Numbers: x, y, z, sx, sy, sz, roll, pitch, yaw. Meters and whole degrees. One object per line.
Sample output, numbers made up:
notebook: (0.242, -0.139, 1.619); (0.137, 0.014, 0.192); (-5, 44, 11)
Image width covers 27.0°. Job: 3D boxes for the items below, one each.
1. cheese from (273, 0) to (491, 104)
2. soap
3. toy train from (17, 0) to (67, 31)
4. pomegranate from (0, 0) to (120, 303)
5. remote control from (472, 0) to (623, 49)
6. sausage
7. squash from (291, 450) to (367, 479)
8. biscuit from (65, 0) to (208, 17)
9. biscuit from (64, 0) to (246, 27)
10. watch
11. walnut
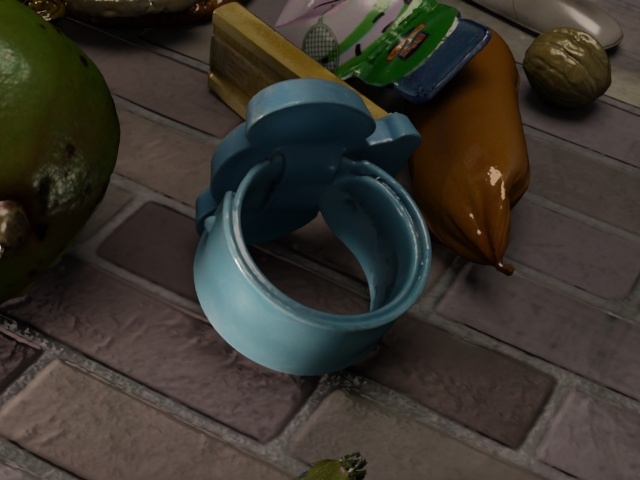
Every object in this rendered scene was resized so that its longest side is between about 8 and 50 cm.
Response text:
cheese: (0.051, -0.209, 1.283); (0.204, 0.083, 0.320); (-45, 33, -3)
soap: (-0.018, -0.124, 1.231); (0.037, 0.092, 0.252); (-25, 50, -35)
toy train: (-0.317, -0.159, 1.232); (0.137, 0.090, 0.225); (8, 40, 6)
pomegranate: (-0.308, -0.085, 1.025); (0.341, 0.260, 0.260); (34, 47, 29)
remote control: (0.233, -0.270, 1.477); (0.229, 0.044, 0.073); (34, 50, 27)
sausage: (0.133, -0.083, 1.198); (0.112, 0.112, 0.328); (5, 40, -3)
squash: (-0.030, 0.199, 0.885); (0.052, 0.052, 0.183); (29, 46, 24)
biscuit: (-0.252, -0.284, 1.368); (0.290, 0.038, 0.141); (22, 46, 17)
biscuit: (-0.207, -0.325, 1.480); (0.305, 0.038, 0.305); (4, 40, -4)
watch: (0.000, 0.000, 1.044); (0.211, 0.211, 0.193); (-6, 63, -16)
walnut: (0.247, -0.172, 1.338); (0.092, 0.092, 0.092); (4, 40, -4)
